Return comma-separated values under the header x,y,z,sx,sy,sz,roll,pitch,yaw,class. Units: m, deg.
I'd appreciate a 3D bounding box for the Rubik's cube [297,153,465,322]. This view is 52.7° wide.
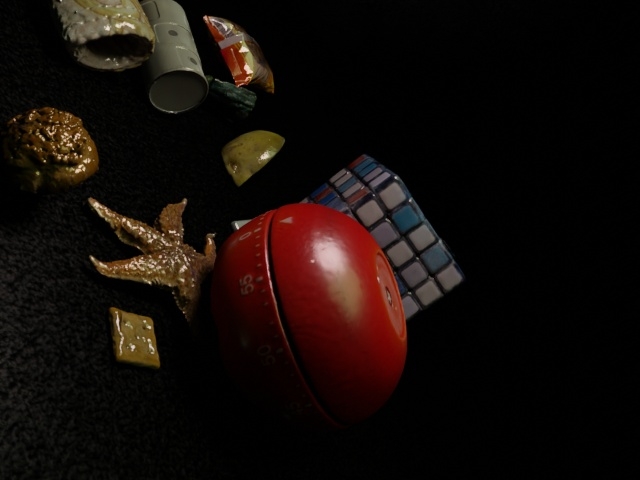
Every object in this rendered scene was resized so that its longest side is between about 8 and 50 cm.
x,y,z,sx,sy,sz,roll,pitch,yaw,class
0.094,0.020,1.418,0.292,0.293,0.287,51,4,-17,Rubik's cube

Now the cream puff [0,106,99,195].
x,y,z,sx,sy,sz,roll,pitch,yaw,class
-0.365,-0.121,0.852,0.144,0.126,0.103,32,-44,55,cream puff

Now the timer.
x,y,z,sx,sy,sz,roll,pitch,yaw,class
-0.011,0.125,1.077,0.378,0.279,0.377,-19,90,-77,timer

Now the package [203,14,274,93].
x,y,z,sx,sy,sz,roll,pitch,yaw,class
-0.216,-0.518,1.816,0.223,0.108,0.288,60,17,-3,package

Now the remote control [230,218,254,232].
x,y,z,sx,sy,sz,roll,pitch,yaw,class
-0.150,-0.021,1.384,0.053,0.018,0.124,60,20,6,remote control

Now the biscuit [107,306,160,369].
x,y,z,sx,sy,sz,roll,pitch,yaw,class
-0.259,0.137,0.901,0.081,0.018,0.083,32,33,-52,biscuit

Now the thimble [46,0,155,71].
x,y,z,sx,sy,sz,roll,pitch,yaw,class
-0.402,-0.395,1.162,0.191,0.137,0.143,-14,75,-54,thimble

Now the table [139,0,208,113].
x,y,z,sx,sy,sz,roll,pitch,yaw,class
-0.320,-0.387,1.353,0.126,0.126,0.219,29,35,-54,table

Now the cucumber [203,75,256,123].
x,y,z,sx,sy,sz,roll,pitch,yaw,class
-0.229,-0.341,1.572,0.115,0.085,0.193,19,-3,34,cucumber

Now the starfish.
x,y,z,sx,sy,sz,roll,pitch,yaw,class
-0.249,0.018,1.037,0.302,0.060,0.299,27,39,-54,starfish

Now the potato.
x,y,z,sx,sy,sz,roll,pitch,yaw,class
-0.158,-0.208,1.484,0.081,0.120,0.149,52,20,-22,potato
